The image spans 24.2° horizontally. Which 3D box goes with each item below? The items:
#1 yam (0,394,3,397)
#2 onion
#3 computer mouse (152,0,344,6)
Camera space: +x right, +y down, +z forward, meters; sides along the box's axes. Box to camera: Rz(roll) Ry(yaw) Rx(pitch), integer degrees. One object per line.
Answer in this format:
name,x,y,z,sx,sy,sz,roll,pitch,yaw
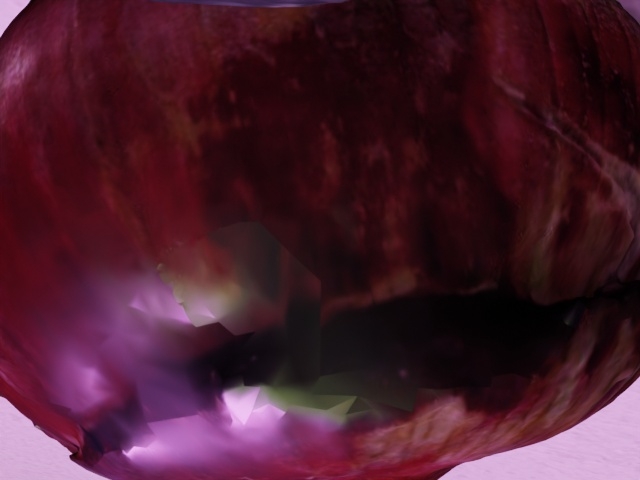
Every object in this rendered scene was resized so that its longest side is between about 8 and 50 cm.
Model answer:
yam,-0.197,-0.002,0.685,0.280,0.131,0.131,18,159,-15
onion,0.000,0.000,0.488,0.246,0.190,0.246,-4,169,-1
computer mouse,-0.090,-0.177,0.222,0.167,0.090,0.379,10,150,39
